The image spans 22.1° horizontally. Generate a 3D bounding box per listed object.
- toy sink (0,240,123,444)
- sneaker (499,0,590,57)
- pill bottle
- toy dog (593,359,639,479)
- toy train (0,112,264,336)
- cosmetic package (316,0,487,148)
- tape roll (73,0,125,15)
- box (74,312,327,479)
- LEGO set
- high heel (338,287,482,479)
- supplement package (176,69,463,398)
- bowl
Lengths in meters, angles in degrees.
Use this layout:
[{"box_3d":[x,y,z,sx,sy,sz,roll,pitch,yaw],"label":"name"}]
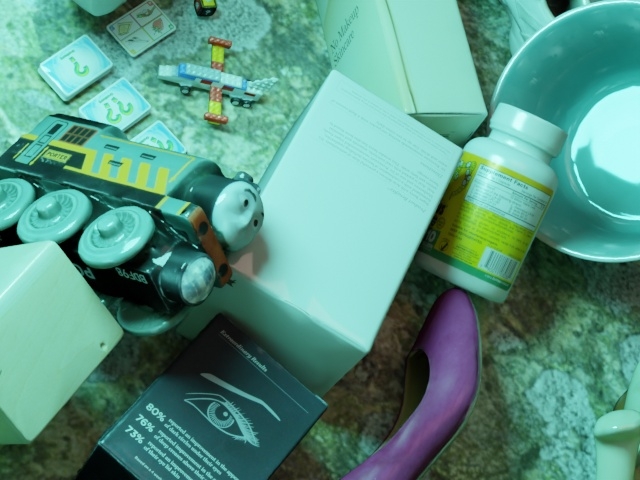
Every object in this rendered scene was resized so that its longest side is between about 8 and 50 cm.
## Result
[{"box_3d":[-0.330,0.107,1.583,0.131,0.234,0.153,56,51,-23],"label":"toy sink"},{"box_3d":[0.270,-0.349,2.095,0.114,0.152,0.305,-21,71,-29],"label":"sneaker"},{"box_3d":[0.198,-0.045,1.860,0.117,0.117,0.208,24,93,-9],"label":"pill bottle"},{"box_3d":[0.448,0.275,1.737,0.395,0.284,0.408,32,41,-41],"label":"toy dog"},{"box_3d":[-0.211,-0.025,1.641,0.334,0.142,0.190,14,52,39],"label":"toy train"},{"box_3d":[0.088,-0.243,1.955,0.113,0.160,0.309,-2,63,-23],"label":"cosmetic package"},{"box_3d":[-0.164,-0.423,1.812,0.072,0.392,0.392,36,55,0],"label":"tape roll"},{"box_3d":[-0.119,0.203,1.648,0.153,0.108,0.207,42,55,3],"label":"box"},{"box_3d":[-0.174,-0.198,1.882,0.182,0.060,0.244,48,55,3],"label":"LEGO set"},{"box_3d":[0.063,0.192,1.728,0.181,0.127,0.377,17,53,-6],"label":"high heel"},{"box_3d":[0.000,0.000,1.770,0.177,0.175,0.293,32,55,-5],"label":"supplement package"},{"box_3d":[0.369,-0.116,1.953,0.311,0.311,0.163,65,16,18],"label":"bowl"}]
